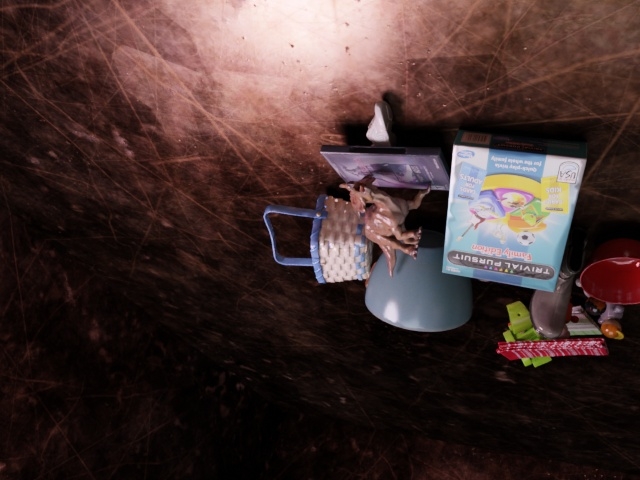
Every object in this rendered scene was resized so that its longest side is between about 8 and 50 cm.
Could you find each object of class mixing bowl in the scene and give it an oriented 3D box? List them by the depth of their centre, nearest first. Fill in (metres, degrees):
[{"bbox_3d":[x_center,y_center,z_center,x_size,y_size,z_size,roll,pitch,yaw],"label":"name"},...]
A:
[{"bbox_3d":[0.707,0.059,1.338,0.181,0.098,0.181,14,145,10],"label":"mixing bowl"}]

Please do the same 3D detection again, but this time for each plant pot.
[{"bbox_3d":[0.269,0.083,1.526,0.290,0.290,0.196,10,114,18],"label":"plant pot"}]

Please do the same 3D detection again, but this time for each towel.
[{"bbox_3d":[0.643,0.305,1.588,0.274,0.031,0.199,-8,159,27],"label":"towel"},{"bbox_3d":[0.755,0.240,1.701,0.113,0.023,0.152,-11,141,46],"label":"towel"}]

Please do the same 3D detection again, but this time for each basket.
[{"bbox_3d":[0.000,0.000,1.568,0.288,0.201,0.255,2,147,6],"label":"basket"}]

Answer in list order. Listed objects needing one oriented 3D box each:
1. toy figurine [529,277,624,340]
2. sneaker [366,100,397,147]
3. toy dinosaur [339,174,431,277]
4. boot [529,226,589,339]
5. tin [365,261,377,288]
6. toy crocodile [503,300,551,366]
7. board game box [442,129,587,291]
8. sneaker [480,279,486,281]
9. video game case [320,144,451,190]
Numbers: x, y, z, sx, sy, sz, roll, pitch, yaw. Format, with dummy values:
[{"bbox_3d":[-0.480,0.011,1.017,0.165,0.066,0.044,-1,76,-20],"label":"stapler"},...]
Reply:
[{"bbox_3d":[0.675,0.172,1.503,0.209,0.148,0.213,-6,141,38],"label":"toy figurine"},{"bbox_3d":[0.127,-0.242,1.248,0.061,0.054,0.152,12,150,20],"label":"sneaker"},{"bbox_3d":[0.145,-0.050,1.365,0.200,0.127,0.296,12,138,11],"label":"toy dinosaur"},{"bbox_3d":[0.566,0.097,1.352,0.083,0.247,0.161,15,154,9],"label":"boot"},{"bbox_3d":[0.200,0.122,1.784,0.106,0.040,0.190,24,151,3],"label":"tin"},{"bbox_3d":[0.652,0.305,1.790,0.115,0.105,0.340,-31,136,16],"label":"toy crocodile"},{"bbox_3d":[0.407,-0.059,1.240,0.253,0.079,0.336,10,128,18],"label":"board game box"},{"bbox_3d":[0.445,-0.004,1.405,0.121,0.108,0.302,27,142,-9],"label":"sneaker"},{"bbox_3d":[0.159,-0.168,1.326,0.274,0.026,0.196,5,165,24],"label":"video game case"}]
